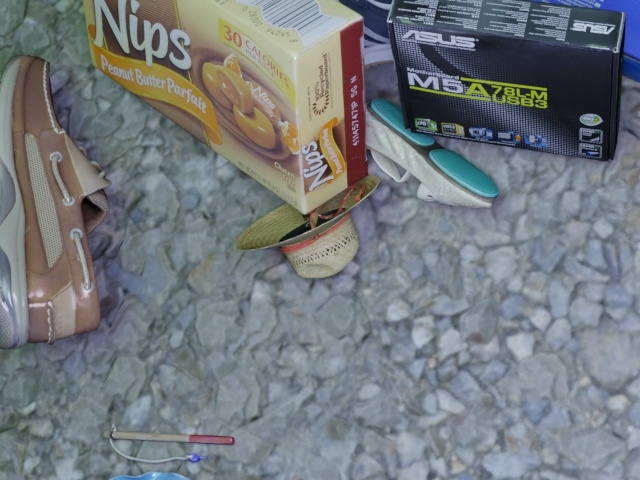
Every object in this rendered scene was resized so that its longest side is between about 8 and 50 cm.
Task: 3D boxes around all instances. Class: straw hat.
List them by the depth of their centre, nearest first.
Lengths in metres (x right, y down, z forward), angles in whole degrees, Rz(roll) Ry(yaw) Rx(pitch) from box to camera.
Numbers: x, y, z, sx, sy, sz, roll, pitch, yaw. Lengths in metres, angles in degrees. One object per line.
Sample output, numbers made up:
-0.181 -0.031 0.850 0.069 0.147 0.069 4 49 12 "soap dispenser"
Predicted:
0.000 0.000 1.573 0.145 0.144 0.061 -21 106 16 "straw hat"

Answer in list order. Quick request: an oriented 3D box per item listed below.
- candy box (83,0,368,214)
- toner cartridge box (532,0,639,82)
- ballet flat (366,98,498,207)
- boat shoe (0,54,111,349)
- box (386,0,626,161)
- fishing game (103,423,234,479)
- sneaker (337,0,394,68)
-0.095 -0.181 1.591 0.088 0.183 0.316 -33 51 -28 "candy box"
0.286 -0.230 1.524 0.348 0.075 0.165 30 87 29 "toner cartridge box"
0.095 -0.066 1.574 0.168 0.057 0.052 43 122 32 "ballet flat"
-0.263 -0.038 1.688 0.116 0.123 0.324 1 60 -11 "boat shoe"
0.159 -0.139 1.465 0.191 0.184 0.045 10 68 11 "box"
-0.171 0.285 1.546 0.189 0.041 0.264 0 61 24 "fishing game"
0.022 -0.229 1.557 0.282 0.153 0.099 -2 50 42 "sneaker"
